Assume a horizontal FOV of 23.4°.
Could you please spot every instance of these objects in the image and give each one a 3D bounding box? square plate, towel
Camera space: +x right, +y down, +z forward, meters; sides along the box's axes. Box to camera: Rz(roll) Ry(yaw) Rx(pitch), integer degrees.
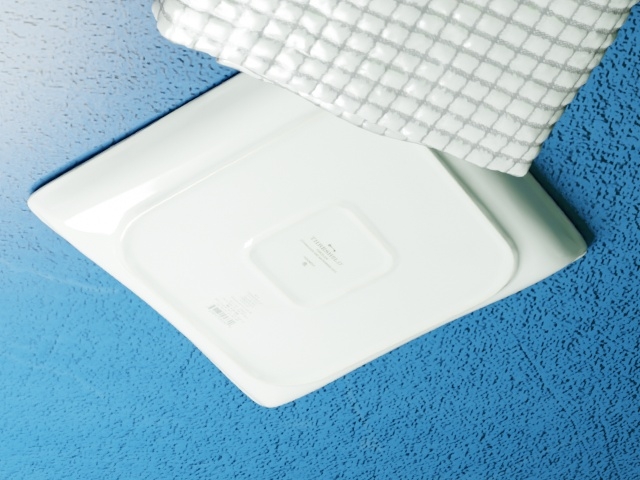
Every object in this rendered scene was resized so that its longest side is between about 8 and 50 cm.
[{"bbox_3d":[0.000,0.000,1.265,0.344,0.049,0.347,-28,132,19],"label":"square plate"},{"bbox_3d":[0.058,-0.189,1.002,0.284,0.121,0.235,19,132,-13],"label":"towel"}]
